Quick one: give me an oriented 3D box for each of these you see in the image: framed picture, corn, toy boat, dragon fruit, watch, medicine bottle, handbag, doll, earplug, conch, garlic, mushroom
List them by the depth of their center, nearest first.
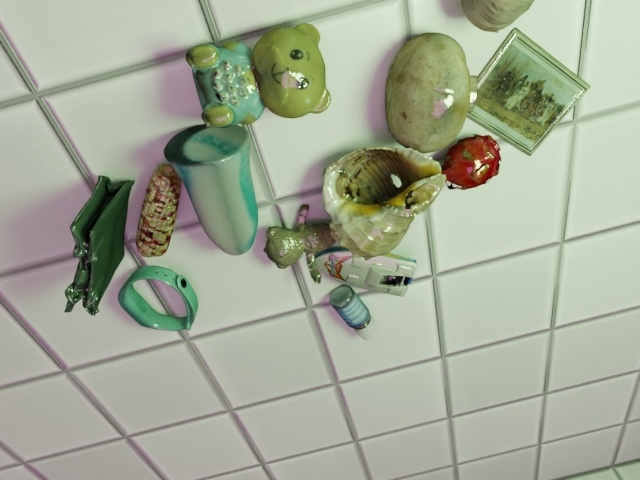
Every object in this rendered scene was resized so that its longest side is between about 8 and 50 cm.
[{"bbox_3d":[0.336,-0.531,0.848,0.212,0.218,0.218,41,113,1],"label":"garlic"},{"bbox_3d":[-0.116,-0.328,0.914,0.261,0.161,0.176,-12,104,2],"label":"doll"},{"bbox_3d":[0.253,-0.302,0.973,0.195,0.188,0.253,0,130,-6],"label":"mushroom"},{"bbox_3d":[-0.506,0.006,1.027,0.079,0.260,0.247,13,124,-15],"label":"handbag"},{"bbox_3d":[-0.232,-0.092,1.065,0.185,0.184,0.323,-8,131,-3],"label":"earplug"},{"bbox_3d":[0.491,-0.345,1.083,0.275,0.017,0.217,21,118,-21],"label":"framed picture"},{"bbox_3d":[0.137,-0.108,1.093,0.324,0.186,0.263,-34,106,17],"label":"conch"},{"bbox_3d":[-0.395,-0.069,1.099,0.086,0.086,0.253,15,120,-18],"label":"corn"},{"bbox_3d":[0.368,-0.186,1.105,0.166,0.133,0.136,-25,132,7],"label":"dragon fruit"},{"bbox_3d":[-0.006,-0.015,1.205,0.286,0.091,0.202,-37,114,5],"label":"doll"},{"bbox_3d":[-0.446,0.170,1.261,0.195,0.068,0.237,-16,127,11],"label":"watch"},{"bbox_3d":[0.122,0.083,1.283,0.296,0.088,0.129,12,121,-8],"label":"toy boat"},{"bbox_3d":[0.110,0.227,1.385,0.084,0.083,0.203,-31,124,13],"label":"medicine bottle"}]

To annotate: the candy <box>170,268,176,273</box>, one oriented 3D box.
[{"bbox_3d":[-0.409,0.111,1.262,0.030,0.020,0.083,-9,129,18],"label":"candy"}]
